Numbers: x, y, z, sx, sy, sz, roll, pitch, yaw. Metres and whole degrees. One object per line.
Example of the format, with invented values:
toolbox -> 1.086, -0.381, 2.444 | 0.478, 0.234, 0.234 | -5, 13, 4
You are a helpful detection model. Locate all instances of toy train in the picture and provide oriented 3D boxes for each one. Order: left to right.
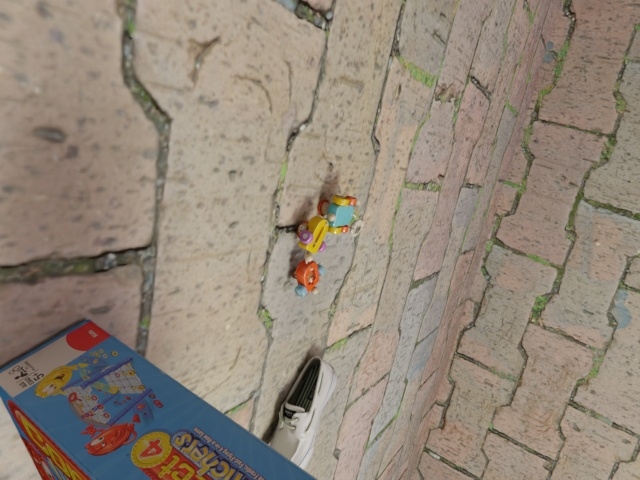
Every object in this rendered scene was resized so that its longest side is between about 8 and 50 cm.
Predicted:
toy train -> 0.000, 0.000, 0.717 | 0.166, 0.046, 0.125 | -50, 148, -28

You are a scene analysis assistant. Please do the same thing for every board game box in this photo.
board game box -> -0.117, 0.262, 0.397 | 0.086, 0.308, 0.301 | -36, 137, -44

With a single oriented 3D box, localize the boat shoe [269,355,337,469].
boat shoe -> -0.045, 0.311, 0.823 | 0.075, 0.083, 0.226 | 59, 44, -42
